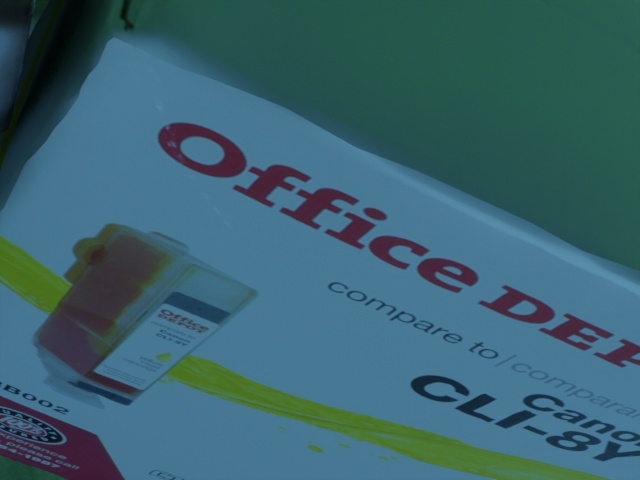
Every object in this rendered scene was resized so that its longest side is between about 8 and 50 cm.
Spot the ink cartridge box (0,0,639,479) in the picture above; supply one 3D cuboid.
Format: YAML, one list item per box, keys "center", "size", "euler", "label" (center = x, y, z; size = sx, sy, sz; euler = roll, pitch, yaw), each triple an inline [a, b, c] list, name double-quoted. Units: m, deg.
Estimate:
- center: [0.000, 0.000, 0.563]
  size: [0.279, 0.160, 0.384]
  euler: [24, 150, -17]
  label: "ink cartridge box"

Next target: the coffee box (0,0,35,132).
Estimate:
- center: [-0.153, -0.104, 0.308]
  size: [0.168, 0.119, 0.297]
  euler: [-7, 174, -17]
  label: "coffee box"
